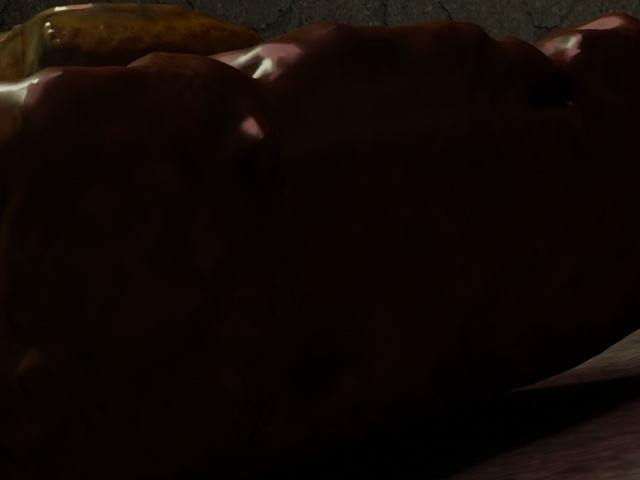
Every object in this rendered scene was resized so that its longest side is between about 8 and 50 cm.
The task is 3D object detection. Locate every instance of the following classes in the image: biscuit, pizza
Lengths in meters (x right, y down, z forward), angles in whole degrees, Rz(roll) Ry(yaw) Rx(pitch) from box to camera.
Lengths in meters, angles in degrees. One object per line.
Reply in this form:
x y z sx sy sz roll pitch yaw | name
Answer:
-0.075 0.027 0.645 0.343 0.166 0.395 -15 -1 -41 | biscuit
-0.162 -0.066 0.783 0.189 0.071 0.297 -9 -6 -46 | pizza
